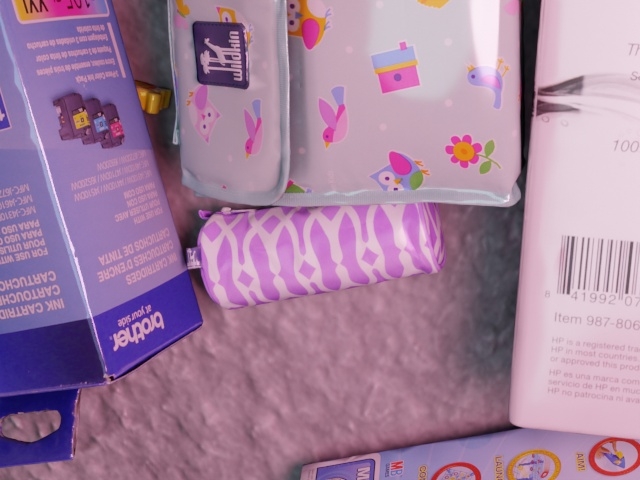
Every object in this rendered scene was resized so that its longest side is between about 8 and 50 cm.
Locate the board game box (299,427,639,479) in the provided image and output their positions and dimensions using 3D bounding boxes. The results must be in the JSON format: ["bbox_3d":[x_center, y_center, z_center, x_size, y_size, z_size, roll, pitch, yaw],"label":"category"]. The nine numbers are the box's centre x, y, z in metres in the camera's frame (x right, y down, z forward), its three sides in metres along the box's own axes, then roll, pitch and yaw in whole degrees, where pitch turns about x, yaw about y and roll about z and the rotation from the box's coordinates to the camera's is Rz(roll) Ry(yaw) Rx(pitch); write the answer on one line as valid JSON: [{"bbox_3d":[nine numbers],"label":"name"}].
[{"bbox_3d":[0.121,0.275,0.808,0.301,0.308,0.086,-12,120,15],"label":"board game box"}]

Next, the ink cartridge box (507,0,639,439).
[{"bbox_3d":[0.292,-0.065,0.779,0.285,0.166,0.395,5,103,11],"label":"ink cartridge box"}]

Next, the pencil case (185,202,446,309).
[{"bbox_3d":[0.000,0.000,0.904,0.206,0.086,0.088,-9,75,13],"label":"pencil case"}]

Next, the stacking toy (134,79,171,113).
[{"bbox_3d":[-0.056,-0.169,0.901,0.221,0.052,0.167,15,105,7],"label":"stacking toy"}]

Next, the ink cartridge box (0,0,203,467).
[{"bbox_3d":[-0.268,-0.018,0.900,0.270,0.151,0.396,-11,100,28],"label":"ink cartridge box"}]

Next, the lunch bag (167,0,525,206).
[{"bbox_3d":[0.012,-0.140,0.789,0.262,0.160,0.223,1,108,12],"label":"lunch bag"}]
